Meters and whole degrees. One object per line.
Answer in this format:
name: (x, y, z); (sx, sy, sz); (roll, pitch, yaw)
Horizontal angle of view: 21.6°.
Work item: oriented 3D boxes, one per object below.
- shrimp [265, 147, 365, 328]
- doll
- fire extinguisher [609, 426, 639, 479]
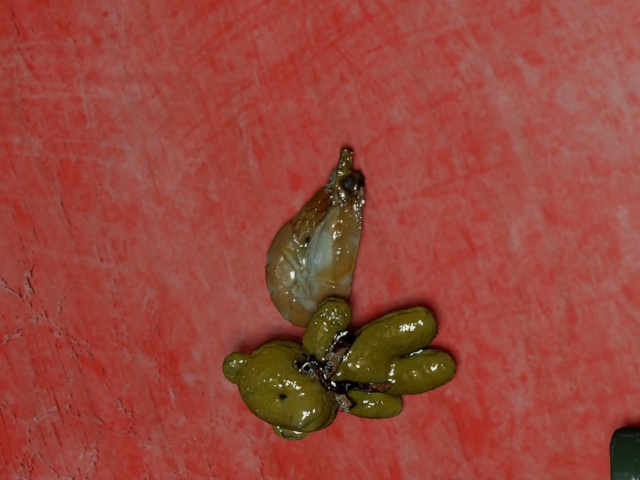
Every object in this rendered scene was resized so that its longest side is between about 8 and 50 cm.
shrimp: (0.000, 0.000, 1.570); (0.091, 0.043, 0.184); (28, 112, 16)
doll: (0.019, 0.127, 1.560); (0.210, 0.097, 0.137); (-21, 119, 23)
fire extinguisher: (0.411, 0.212, 1.439); (0.311, 0.095, 0.114); (-3, 139, 23)
